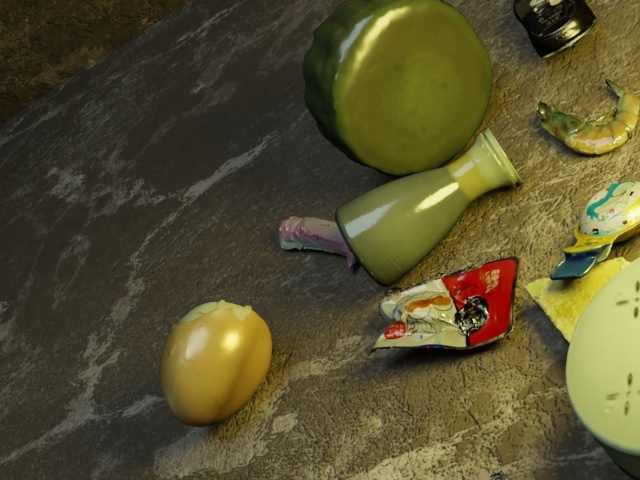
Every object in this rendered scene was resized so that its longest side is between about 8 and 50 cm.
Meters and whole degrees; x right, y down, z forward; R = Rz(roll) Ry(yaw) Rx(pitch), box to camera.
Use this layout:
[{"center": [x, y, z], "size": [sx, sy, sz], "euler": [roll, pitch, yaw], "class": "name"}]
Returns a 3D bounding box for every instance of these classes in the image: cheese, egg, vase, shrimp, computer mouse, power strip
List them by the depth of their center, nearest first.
[{"center": [0.496, 0.156, 1.410], "size": [0.357, 0.161, 0.357], "euler": [-30, 34, 23], "class": "power strip"}, {"center": [0.445, -0.021, 1.721], "size": [0.250, 0.064, 0.156], "euler": [-46, 20, -30], "class": "cheese"}, {"center": [0.476, -0.225, 1.966], "size": [0.150, 0.051, 0.217], "euler": [-44, 40, -3], "class": "shrimp"}, {"center": [0.198, -0.070, 2.006], "size": [0.321, 0.173, 0.173], "euler": [-35, 34, 11], "class": "vase"}, {"center": [-0.203, 0.233, 2.092], "size": [0.201, 0.201, 0.244], "euler": [0, 63, 49], "class": "egg"}, {"center": [0.461, -0.438, 2.172], "size": [0.137, 0.096, 0.233], "euler": [-34, 38, 28], "class": "computer mouse"}]

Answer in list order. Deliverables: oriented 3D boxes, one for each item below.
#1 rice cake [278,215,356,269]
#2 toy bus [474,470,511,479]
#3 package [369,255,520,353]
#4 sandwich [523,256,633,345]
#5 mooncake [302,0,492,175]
[{"center": [0.001, -0.002, 2.255], "size": [0.081, 0.051, 0.290], "euler": [-54, 33, -13], "class": "rice cake"}, {"center": [0.271, 0.392, 1.466], "size": [0.108, 0.096, 0.199], "euler": [-54, 31, -6], "class": "toy bus"}, {"center": [0.209, 0.122, 1.875], "size": [0.269, 0.071, 0.194], "euler": [-14, 45, 22], "class": "package"}, {"center": [0.417, 0.082, 1.683], "size": [0.162, 0.058, 0.193], "euler": [-40, 30, 5], "class": "sandwich"}, {"center": [0.145, -0.311, 2.150], "size": [0.356, 0.356, 0.194], "euler": [-48, 29, -4], "class": "mooncake"}]
